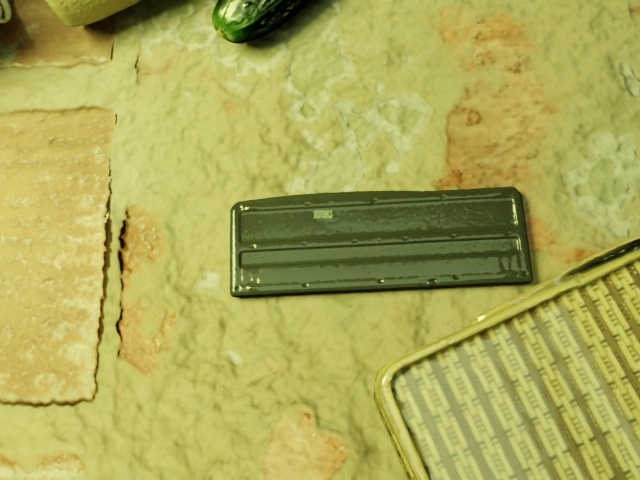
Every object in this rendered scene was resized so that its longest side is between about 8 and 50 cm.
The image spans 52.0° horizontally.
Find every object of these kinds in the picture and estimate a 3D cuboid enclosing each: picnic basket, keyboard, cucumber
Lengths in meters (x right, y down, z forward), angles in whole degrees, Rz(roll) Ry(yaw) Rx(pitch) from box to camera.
[{"bbox_3d":[0.217,0.136,0.480,0.313,0.175,0.228,-23,74,-4],"label":"picnic basket"},{"bbox_3d":[-0.001,0.004,0.605,0.381,0.041,0.103,-1,74,-4],"label":"keyboard"},{"bbox_3d":[-0.015,-0.286,0.663,0.074,0.074,0.241,40,82,12],"label":"cucumber"}]

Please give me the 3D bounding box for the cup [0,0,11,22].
[{"bbox_3d":[-0.476,-0.239,0.598,0.274,0.253,0.253,-35,76,1],"label":"cup"}]

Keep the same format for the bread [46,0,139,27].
[{"bbox_3d":[-0.221,-0.299,0.646,0.141,0.134,0.148,-26,63,0],"label":"bread"}]
